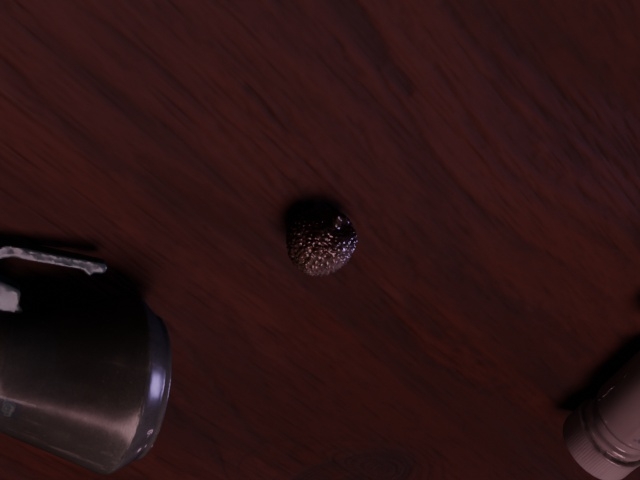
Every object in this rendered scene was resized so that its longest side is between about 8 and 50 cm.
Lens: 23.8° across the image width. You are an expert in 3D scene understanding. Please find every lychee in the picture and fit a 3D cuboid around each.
[{"bbox_3d":[0.000,0.000,1.445,0.067,0.068,0.083,31,139,6],"label":"lychee"}]

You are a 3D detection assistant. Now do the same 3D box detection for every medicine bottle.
[{"bbox_3d":[0.379,0.203,1.823,0.105,0.105,0.168,11,134,-33],"label":"medicine bottle"}]

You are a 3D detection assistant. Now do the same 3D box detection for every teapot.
[{"bbox_3d":[-0.261,0.106,1.411,0.225,0.171,0.203,12,103,-25],"label":"teapot"}]
